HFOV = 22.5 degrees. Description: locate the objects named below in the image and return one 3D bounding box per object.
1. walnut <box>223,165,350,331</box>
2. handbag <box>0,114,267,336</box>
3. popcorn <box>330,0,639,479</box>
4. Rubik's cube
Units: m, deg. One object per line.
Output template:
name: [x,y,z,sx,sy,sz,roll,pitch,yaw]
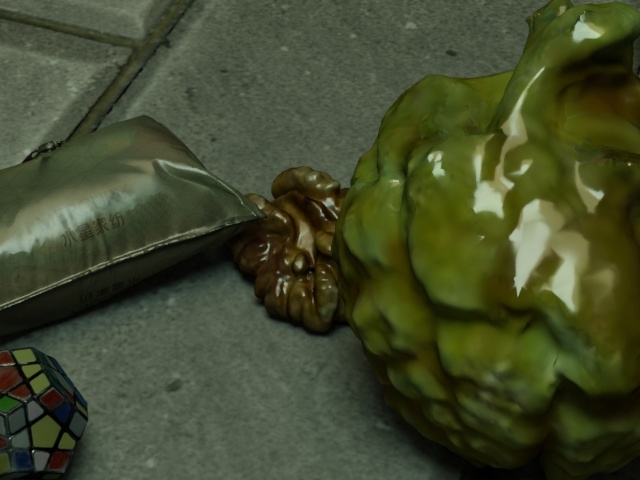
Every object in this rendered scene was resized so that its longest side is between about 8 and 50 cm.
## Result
walnut: [0.000,0.000,1.303,0.170,0.069,0.143,35,52,28]
handbag: [-0.201,-0.019,1.293,0.270,0.117,0.182,-21,37,-16]
popcorn: [0.147,0.003,1.151,0.279,0.274,0.336,-26,75,-3]
Rubik's cube: [-0.218,0.128,1.143,0.093,0.111,0.111,25,41,-14]
